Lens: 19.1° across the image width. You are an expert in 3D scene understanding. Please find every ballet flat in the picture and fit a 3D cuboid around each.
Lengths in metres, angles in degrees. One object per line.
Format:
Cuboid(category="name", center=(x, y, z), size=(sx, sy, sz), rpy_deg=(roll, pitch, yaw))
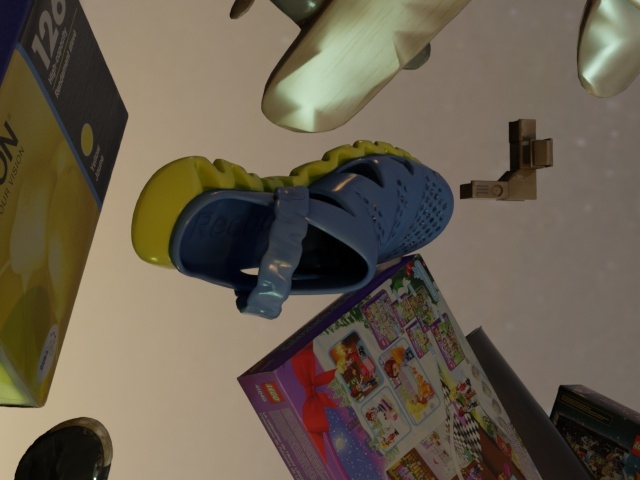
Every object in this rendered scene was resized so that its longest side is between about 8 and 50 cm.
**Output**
Cuboid(category="ballet flat", center=(-0.171, 0.164, 1.248), size=(0.049, 0.057, 0.173), rpy_deg=(-48, 171, -44))

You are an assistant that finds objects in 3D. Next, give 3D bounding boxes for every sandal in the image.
Cuboid(category="sandal", center=(0.000, 0.000, 1.576), size=(0.138, 0.317, 0.126), rpy_deg=(38, -55, 36))

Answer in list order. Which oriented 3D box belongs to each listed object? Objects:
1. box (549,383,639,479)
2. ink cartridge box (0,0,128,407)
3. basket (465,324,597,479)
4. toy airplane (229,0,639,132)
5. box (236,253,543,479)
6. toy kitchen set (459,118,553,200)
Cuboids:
Cuboid(category="box", center=(0.323, 0.265, 1.960), size=(0.233, 0.044, 0.159), rpy_deg=(26, -76, 39))
Cuboid(category="ink cartridge box", center=(-0.249, -0.077, 1.477), size=(0.307, 0.072, 0.303), rpy_deg=(73, 26, -54))
Cuboid(category="basket", center=(0.171, 0.218, 1.855), size=(0.154, 0.227, 0.204), rpy_deg=(-41, 176, 7))
Cuboid(category="toy airplane", center=(0.106, -0.263, 1.252), size=(0.384, 0.386, 0.272), rpy_deg=(74, -3, -49))
Cuboid(category="box", center=(0.076, 0.186, 1.653), size=(0.201, 0.293, 0.057), rpy_deg=(-37, -166, -37))
Cuboid(category="toy kitchen set", center=(0.190, -0.084, 1.949), size=(0.068, 0.075, 0.083), rpy_deg=(173, -83, -71))
